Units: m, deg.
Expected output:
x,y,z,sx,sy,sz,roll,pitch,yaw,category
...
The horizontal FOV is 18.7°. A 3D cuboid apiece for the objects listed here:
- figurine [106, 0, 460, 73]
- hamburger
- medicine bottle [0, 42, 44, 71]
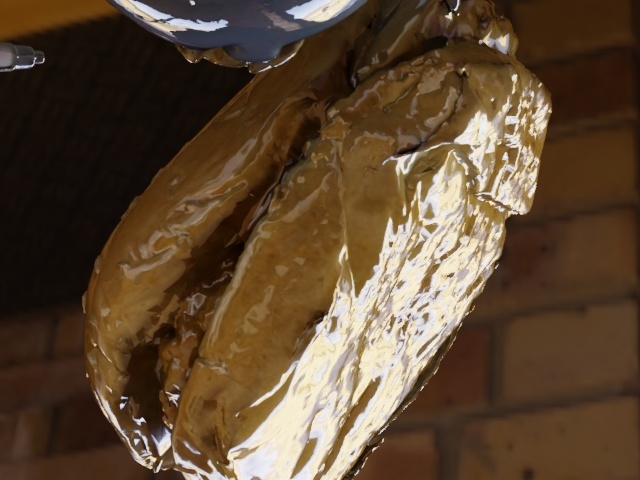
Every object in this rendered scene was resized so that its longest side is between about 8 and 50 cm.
x,y,z,sx,sy,sz,roll,pitch,yaw,category
-0.015,-0.171,0.789,0.175,0.197,0.265,-17,176,29,figurine
0.000,0.001,0.985,0.144,0.283,0.259,37,163,23,hamburger
-0.274,-0.123,1.305,0.199,0.058,0.057,-4,154,-36,medicine bottle
